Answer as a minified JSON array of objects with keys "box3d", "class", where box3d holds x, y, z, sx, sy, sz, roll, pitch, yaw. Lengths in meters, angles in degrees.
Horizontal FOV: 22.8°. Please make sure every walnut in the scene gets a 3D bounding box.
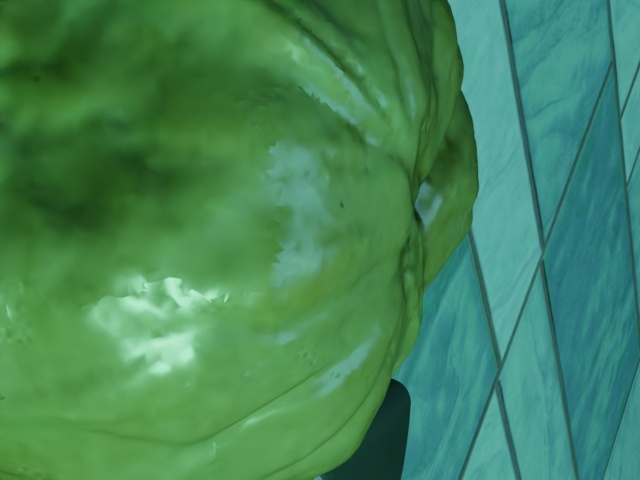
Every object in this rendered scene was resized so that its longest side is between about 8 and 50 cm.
[{"box3d":[-0.078,-0.035,0.640,0.282,0.277,0.253,-63,163,-9],"class":"walnut"}]

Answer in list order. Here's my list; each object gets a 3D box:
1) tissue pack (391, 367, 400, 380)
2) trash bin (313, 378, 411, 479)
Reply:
[{"box3d":[0.000,0.000,1.097,0.257,0.081,0.185,58,47,-57],"class":"tissue pack"},{"box3d":[-0.058,0.127,0.896,0.236,0.176,0.101,-23,120,-69],"class":"trash bin"}]
